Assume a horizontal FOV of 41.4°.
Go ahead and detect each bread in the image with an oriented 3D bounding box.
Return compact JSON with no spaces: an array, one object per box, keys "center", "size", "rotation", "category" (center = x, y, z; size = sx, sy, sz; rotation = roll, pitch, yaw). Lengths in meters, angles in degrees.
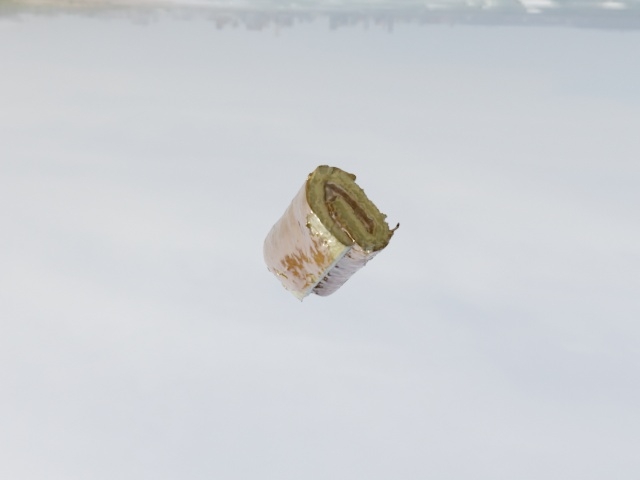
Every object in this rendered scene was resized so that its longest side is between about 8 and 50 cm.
[{"center":[0.000,0.000,0.396],"size":[0.036,0.047,0.083],"rotation":[-42,177,-27],"category":"bread"}]
